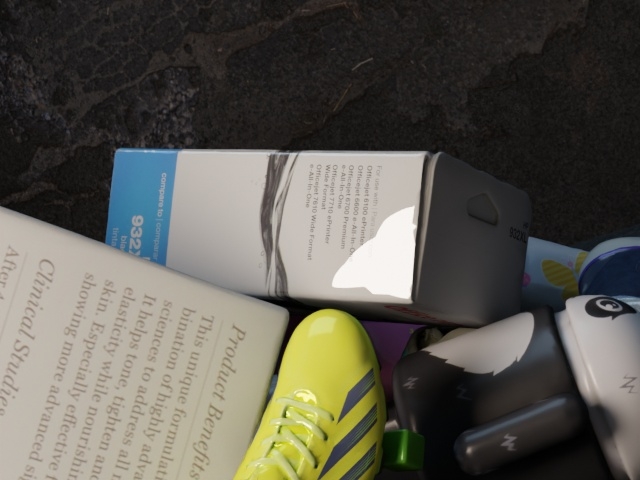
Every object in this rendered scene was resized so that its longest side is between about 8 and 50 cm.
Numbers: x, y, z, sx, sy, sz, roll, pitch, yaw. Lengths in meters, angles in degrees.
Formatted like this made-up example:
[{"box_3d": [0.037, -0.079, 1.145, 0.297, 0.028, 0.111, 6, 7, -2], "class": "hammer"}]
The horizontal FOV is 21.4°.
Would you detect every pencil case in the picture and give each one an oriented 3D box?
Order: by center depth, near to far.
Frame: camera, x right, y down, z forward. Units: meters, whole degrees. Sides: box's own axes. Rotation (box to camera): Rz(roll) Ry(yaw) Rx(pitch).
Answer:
[{"box_3d": [0.271, 0.061, 1.902, 0.273, 0.113, 0.124, 12, -24, -4], "class": "pencil case"}]

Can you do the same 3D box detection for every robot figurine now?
[{"box_3d": [0.164, 0.149, 1.416, 0.278, 0.173, 0.209, -21, 38, 9], "class": "robot figurine"}]

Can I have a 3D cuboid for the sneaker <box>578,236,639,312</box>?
[{"box_3d": [0.414, 0.092, 1.665, 0.323, 0.130, 0.236, 1, 31, 2], "class": "sneaker"}]

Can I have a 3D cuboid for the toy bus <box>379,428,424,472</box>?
[{"box_3d": [0.027, 0.241, 1.309, 0.191, 0.202, 0.104, -26, -32, 29], "class": "toy bus"}]

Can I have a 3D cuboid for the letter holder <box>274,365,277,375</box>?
[{"box_3d": [-0.144, 0.208, 2.171, 0.152, 0.214, 0.302, -19, 3, 38], "class": "letter holder"}]

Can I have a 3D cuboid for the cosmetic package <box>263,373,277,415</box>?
[{"box_3d": [-0.072, 0.235, 1.750, 0.184, 0.151, 0.151, -22, 2, -35], "class": "cosmetic package"}]

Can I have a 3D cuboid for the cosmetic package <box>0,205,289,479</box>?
[{"box_3d": [-0.293, 0.159, 1.351, 0.394, 0.329, 0.327, 22, -15, -21], "class": "cosmetic package"}]

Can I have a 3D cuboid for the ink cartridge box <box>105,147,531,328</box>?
[{"box_3d": [0.000, 0.000, 1.482, 0.307, 0.129, 0.223, 2, -8, 30], "class": "ink cartridge box"}]

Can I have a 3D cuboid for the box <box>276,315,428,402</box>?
[{"box_3d": [0.065, 0.106, 1.668, 0.214, 0.117, 0.243, -1, 45, -4], "class": "box"}]

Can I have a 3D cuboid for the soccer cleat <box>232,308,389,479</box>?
[{"box_3d": [-0.029, 0.185, 1.219, 0.093, 0.289, 0.121, 11, -10, 35], "class": "soccer cleat"}]

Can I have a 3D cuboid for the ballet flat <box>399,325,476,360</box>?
[{"box_3d": [0.178, 0.100, 1.552, 0.213, 0.072, 0.068, -7, -38, -11], "class": "ballet flat"}]
